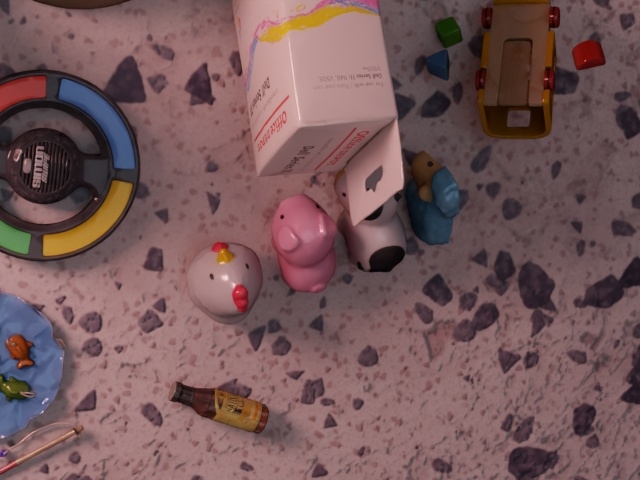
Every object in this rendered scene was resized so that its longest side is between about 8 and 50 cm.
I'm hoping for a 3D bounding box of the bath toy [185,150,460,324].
[{"bbox_3d":[0.000,0.000,1.589,0.348,0.129,0.151,-22,104,-12],"label":"bath toy"}]

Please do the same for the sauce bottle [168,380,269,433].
[{"bbox_3d":[-0.130,0.211,1.623,0.128,0.042,0.042,19,92,-20],"label":"sauce bottle"}]

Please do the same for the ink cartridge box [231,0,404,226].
[{"bbox_3d":[-0.012,-0.201,1.461,0.119,0.207,0.353,-6,78,-17],"label":"ink cartridge box"}]

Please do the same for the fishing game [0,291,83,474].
[{"bbox_3d":[-0.400,0.155,1.537,0.189,0.041,0.264,-27,105,-9],"label":"fishing game"}]

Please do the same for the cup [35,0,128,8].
[{"bbox_3d":[-0.253,-0.426,1.397,0.331,0.237,0.331,-2,98,-17],"label":"cup"}]

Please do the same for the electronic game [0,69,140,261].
[{"bbox_3d":[-0.329,-0.088,1.519,0.229,0.048,0.229,-2,99,-16],"label":"electronic game"}]

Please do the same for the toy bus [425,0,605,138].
[{"bbox_3d":[0.257,-0.227,1.645,0.202,0.191,0.104,-36,149,-8],"label":"toy bus"}]
